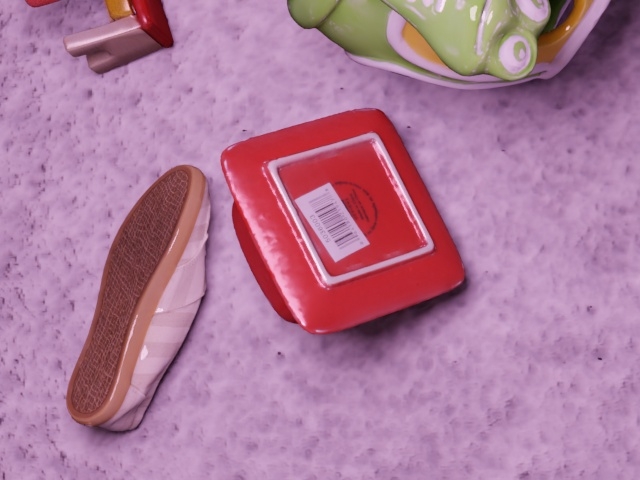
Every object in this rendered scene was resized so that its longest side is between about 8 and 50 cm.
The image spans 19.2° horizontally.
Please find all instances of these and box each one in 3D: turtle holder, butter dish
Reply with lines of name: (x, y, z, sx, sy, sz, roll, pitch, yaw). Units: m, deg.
turtle holder: (0.102, -0.224, 1.327, 0.227, 0.320, 0.243, 31, 85, -9)
butter dish: (0.000, 0.000, 1.424, 0.160, 0.118, 0.160, -18, 75, -34)

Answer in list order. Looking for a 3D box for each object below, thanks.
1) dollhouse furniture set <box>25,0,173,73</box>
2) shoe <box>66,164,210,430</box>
dollhouse furniture set: (-0.194, -0.344, 1.471, 0.152, 0.201, 0.374, -21, 77, 10)
shoe: (-0.133, 0.047, 1.481, 0.077, 0.058, 0.219, 15, 81, 47)
